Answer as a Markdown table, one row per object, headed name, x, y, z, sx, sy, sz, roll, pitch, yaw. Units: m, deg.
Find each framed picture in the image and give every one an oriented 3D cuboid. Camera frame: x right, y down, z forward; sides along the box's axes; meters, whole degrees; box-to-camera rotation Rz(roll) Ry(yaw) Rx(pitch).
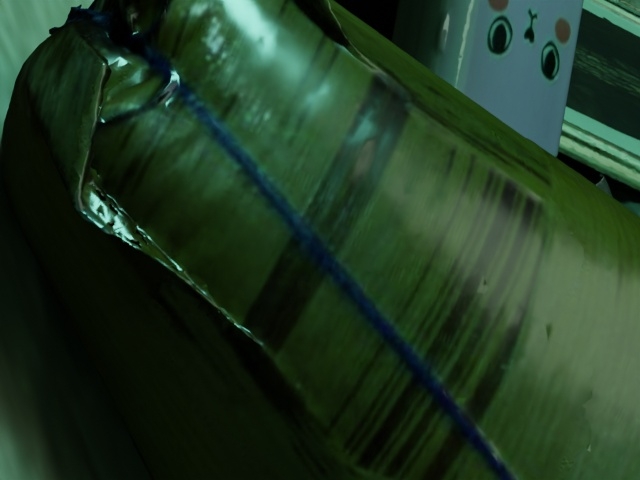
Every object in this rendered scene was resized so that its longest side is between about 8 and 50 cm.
| name | x | y | z | sx | sy | sz | roll | pitch | yaw |
| --- | --- | --- | --- | --- | --- | --- | --- | --- | --- |
| framed picture | 0.188 | -0.109 | 1.022 | 0.293 | 0.018 | 0.231 | 23 | 36 | -15 |

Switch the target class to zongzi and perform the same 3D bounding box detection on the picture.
| name | x | y | z | sx | sy | sz | roll | pitch | yaw |
| --- | --- | --- | --- | --- | --- | --- | --- | --- | --- |
| zongzi | -0.012 | 0.097 | 0.412 | 0.260 | 0.289 | 0.123 | 32 | -11 | -17 |

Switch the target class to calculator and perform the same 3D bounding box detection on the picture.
| name | x | y | z | sx | sy | sz | roll | pitch | yaw |
| --- | --- | --- | --- | --- | --- | --- | --- | --- | --- |
| calculator | 0.081 | -0.091 | 0.764 | 0.141 | 0.045 | 0.246 | 15 | 86 | -58 |

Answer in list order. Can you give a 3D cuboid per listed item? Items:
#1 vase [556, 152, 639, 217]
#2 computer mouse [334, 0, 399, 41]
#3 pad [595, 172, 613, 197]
| name | x | y | z | sx | sy | sz | roll | pitch | yaw |
| --- | --- | --- | --- | --- | --- | --- | --- | --- | --- |
| vase | 0.195 | -0.019 | 1.047 | 0.251 | 0.156 | 0.301 | 51 | 27 | -10 |
| computer mouse | 0.024 | -0.177 | 0.786 | 0.147 | 0.088 | 0.264 | -64 | 135 | -63 |
| pad | 0.119 | 0.189 | 0.588 | 0.247 | 0.007 | 0.368 | -41 | 112 | -41 |
